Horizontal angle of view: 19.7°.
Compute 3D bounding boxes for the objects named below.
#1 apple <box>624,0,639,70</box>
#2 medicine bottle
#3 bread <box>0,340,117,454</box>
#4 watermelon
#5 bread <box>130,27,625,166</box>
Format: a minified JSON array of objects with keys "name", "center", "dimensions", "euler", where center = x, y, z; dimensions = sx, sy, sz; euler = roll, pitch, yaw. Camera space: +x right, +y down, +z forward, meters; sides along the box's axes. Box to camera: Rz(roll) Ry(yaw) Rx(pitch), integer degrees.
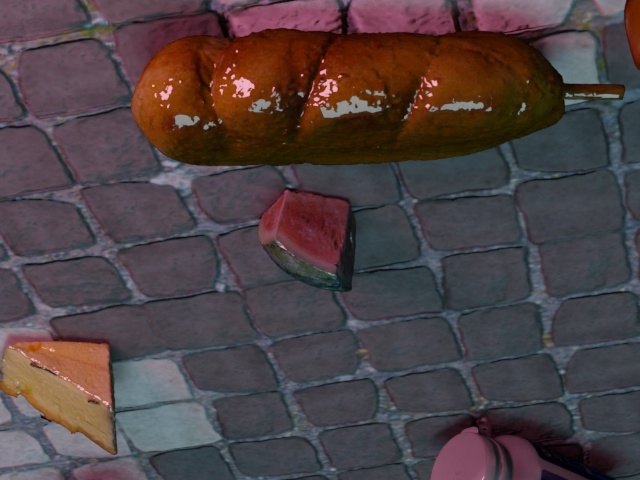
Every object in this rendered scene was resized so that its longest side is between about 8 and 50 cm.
[{"name":"apple","center":[0.281,-0.151,1.191],"dimensions":[0.156,0.147,0.158],"euler":[7,150,52]},{"name":"medicine bottle","center":[0.201,0.250,1.766],"dimensions":[0.191,0.107,0.107],"euler":[25,137,-31]},{"name":"bread","center":[-0.232,0.135,1.622],"dimensions":[0.109,0.080,0.084],"euler":[1,142,-7]},{"name":"watermelon","center":[-0.005,0.001,1.453],"dimensions":[0.084,0.092,0.072],"euler":[10,105,-28]},{"name":"bread","center":[0.040,-0.104,1.297],"dimensions":[0.344,0.084,0.124],"euler":[-2,166,2]}]
